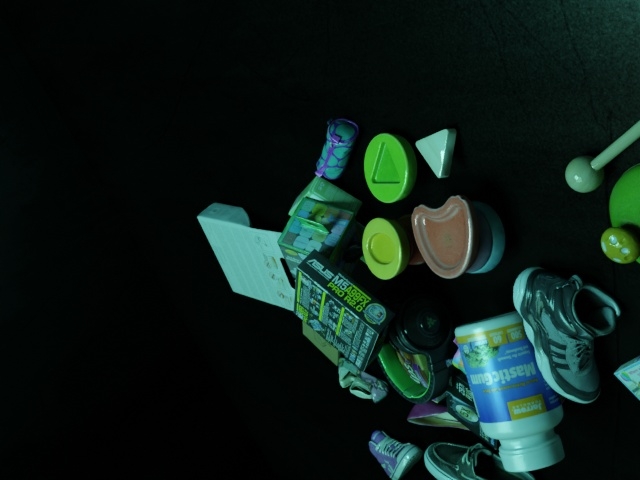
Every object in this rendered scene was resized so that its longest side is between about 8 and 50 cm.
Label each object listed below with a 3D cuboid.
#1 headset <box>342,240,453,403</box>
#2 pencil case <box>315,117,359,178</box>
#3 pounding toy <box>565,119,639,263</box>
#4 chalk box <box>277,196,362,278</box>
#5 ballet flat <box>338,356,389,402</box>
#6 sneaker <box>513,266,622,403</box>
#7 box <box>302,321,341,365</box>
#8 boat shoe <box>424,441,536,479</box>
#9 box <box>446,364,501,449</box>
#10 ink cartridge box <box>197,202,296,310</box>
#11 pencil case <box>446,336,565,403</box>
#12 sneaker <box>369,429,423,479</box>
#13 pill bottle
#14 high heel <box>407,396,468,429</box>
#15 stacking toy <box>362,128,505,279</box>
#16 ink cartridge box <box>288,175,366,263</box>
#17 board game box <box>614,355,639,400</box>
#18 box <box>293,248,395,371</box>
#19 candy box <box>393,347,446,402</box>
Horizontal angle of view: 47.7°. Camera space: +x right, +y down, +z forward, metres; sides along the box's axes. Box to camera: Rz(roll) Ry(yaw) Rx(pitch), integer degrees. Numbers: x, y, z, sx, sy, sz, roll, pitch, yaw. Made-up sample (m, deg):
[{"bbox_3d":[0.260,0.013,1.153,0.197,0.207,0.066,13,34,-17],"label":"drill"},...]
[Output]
[{"bbox_3d":[0.159,0.180,1.601,0.243,0.185,0.394,13,117,61],"label":"headset"},{"bbox_3d":[0.032,-0.188,1.494,0.064,0.070,0.152,47,156,13],"label":"pencil case"},{"bbox_3d":[0.428,-0.023,0.961,0.237,0.110,0.183,52,155,3],"label":"pounding toy"},{"bbox_3d":[0.000,0.000,1.588,0.132,0.132,0.213,20,155,21],"label":"chalk box"},{"bbox_3d":[0.107,0.416,2.148,0.221,0.079,0.077,25,144,47],"label":"ballet flat"},{"bbox_3d":[0.433,0.168,1.211,0.269,0.101,0.153,61,157,-12],"label":"sneaker"},{"bbox_3d":[0.003,0.281,2.227,0.164,0.021,0.201,41,153,26],"label":"box"},{"bbox_3d":[0.403,0.561,1.802,0.335,0.121,0.119,12,126,41],"label":"boat shoe"},{"bbox_3d":[0.361,0.356,1.621,0.147,0.077,0.180,35,150,37],"label":"box"},{"bbox_3d":[-0.173,0.051,2.191,0.385,0.091,0.308,11,133,42],"label":"ink cartridge box"},{"bbox_3d":[0.373,0.277,1.467,0.236,0.104,0.104,36,151,28],"label":"pencil case"},{"bbox_3d":[0.218,0.653,2.247,0.161,0.102,0.282,48,155,18],"label":"sneaker"},{"bbox_3d":[0.354,0.273,1.330,0.152,0.152,0.272,147,110,-66],"label":"pill bottle"},{"bbox_3d":[0.325,0.442,1.749,0.244,0.117,0.082,25,143,46],"label":"high heel"},{"bbox_3d":[0.213,-0.068,1.352,0.309,0.130,0.280,2,99,57],"label":"stacking toy"},{"bbox_3d":[0.055,-0.042,1.671,0.235,0.056,0.171,30,158,-8],"label":"ink cartridge box"},{"bbox_3d":[0.556,0.224,1.162,0.103,0.026,0.154,48,155,12],"label":"board game box"},{"bbox_3d":[0.042,0.155,1.546,0.216,0.060,0.270,39,158,15],"label":"box"},{"bbox_3d":[0.242,0.303,1.793,0.109,0.053,0.187,16,135,54],"label":"candy box"}]
